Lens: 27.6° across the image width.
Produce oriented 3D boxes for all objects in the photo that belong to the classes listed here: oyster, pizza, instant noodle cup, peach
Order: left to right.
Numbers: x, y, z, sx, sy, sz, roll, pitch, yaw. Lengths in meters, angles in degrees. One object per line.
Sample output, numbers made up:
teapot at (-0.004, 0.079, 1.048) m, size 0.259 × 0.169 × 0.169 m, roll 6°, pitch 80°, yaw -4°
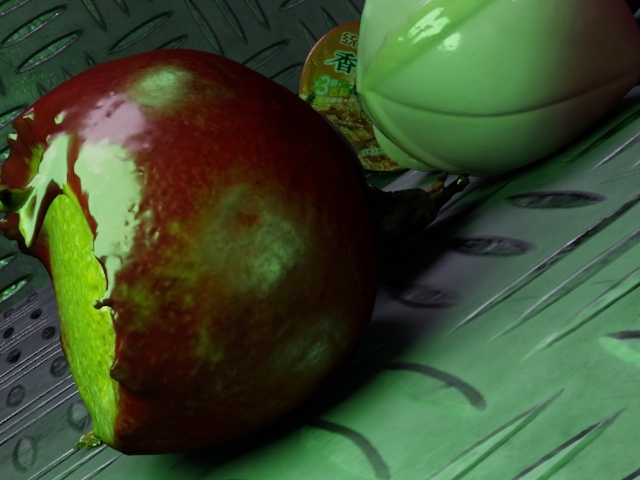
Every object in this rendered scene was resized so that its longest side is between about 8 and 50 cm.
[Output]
pizza at (-0.234, 0.209, 1.432) m, size 0.083 × 0.016 × 0.037 m, roll -30°, pitch 8°, yaw -9°
peach at (-0.110, -0.002, 1.132) m, size 0.310 × 0.335 × 0.406 m, roll -23°, pitch 7°, yaw -15°
oyster at (-0.010, 0.002, 1.414) m, size 0.361 × 0.096 × 0.221 m, roll -20°, pitch -19°, yaw 40°
instant noodle cup at (0.061, -0.196, 1.961) m, size 0.230 × 0.230 × 0.182 m, roll -35°, pitch 1°, yaw -15°

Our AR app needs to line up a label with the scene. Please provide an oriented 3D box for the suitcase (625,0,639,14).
suitcase at (0.302, -0.372, 1.827) m, size 0.297 × 0.161 × 0.236 m, roll -5°, pitch -10°, yaw -6°

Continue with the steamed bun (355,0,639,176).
steamed bun at (0.207, -0.210, 1.407) m, size 0.309 × 0.309 × 0.309 m, roll -32°, pitch 9°, yaw 6°

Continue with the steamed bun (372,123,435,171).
steamed bun at (0.174, -0.198, 1.707) m, size 0.200 × 0.170 × 0.225 m, roll -18°, pitch 18°, yaw 41°
